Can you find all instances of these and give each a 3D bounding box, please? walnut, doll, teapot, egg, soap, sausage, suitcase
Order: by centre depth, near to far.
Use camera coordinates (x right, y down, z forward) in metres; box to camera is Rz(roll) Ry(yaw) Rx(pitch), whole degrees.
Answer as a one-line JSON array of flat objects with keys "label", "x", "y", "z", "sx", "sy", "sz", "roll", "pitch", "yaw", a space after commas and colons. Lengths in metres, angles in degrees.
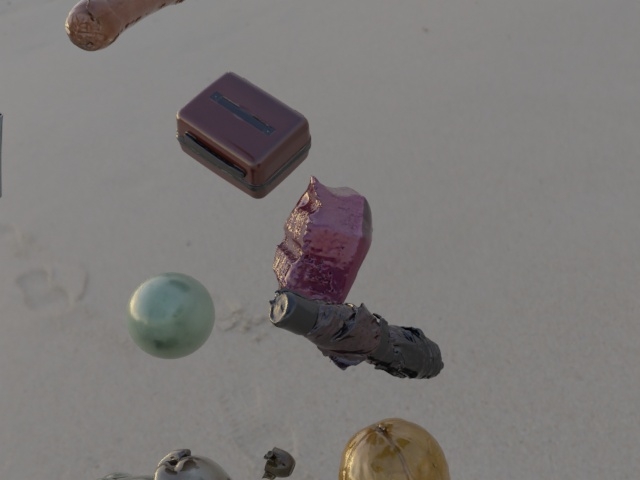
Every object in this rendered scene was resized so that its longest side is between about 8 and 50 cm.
[{"label": "walnut", "x": 0.126, "y": 0.413, "z": 1.370, "sx": 0.193, "sy": 0.226, "sz": 0.193, "roll": -7, "pitch": 11, "yaw": 1}, {"label": "sausage", "x": -0.340, "y": -0.447, "z": 1.503, "sx": 0.094, "sy": 0.094, "sz": 0.419, "roll": -8, "pitch": 26, "yaw": 22}, {"label": "soap", "x": 0.000, "y": 0.000, "z": 1.507, "sx": 0.325, "sy": 0.127, "sz": 0.220, "roll": -132, "pitch": 66, "yaw": -78}, {"label": "doll", "x": -0.363, "y": 0.583, "z": 1.777, "sx": 0.370, "sy": 0.226, "sz": 0.215, "roll": -23, "pitch": -21, "yaw": 1}, {"label": "egg", "x": -0.347, "y": 0.174, "z": 1.887, "sx": 0.203, "sy": 0.203, "sz": 0.283, "roll": -23, "pitch": -2, "yaw": -6}, {"label": "teapot", "x": -0.110, "y": 0.550, "z": 1.995, "sx": 0.080, "sy": 0.110, "sz": 0.085, "roll": 20, "pitch": 67, "yaw": 14}, {"label": "suitcase", "x": -0.191, "y": -0.262, "z": 2.011, "sx": 0.297, "sy": 0.161, "sz": 0.236, "roll": 34, "pitch": 63, "yaw": 18}]

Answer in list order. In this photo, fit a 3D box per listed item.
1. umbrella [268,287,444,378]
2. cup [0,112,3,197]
[{"label": "umbrella", "x": 0.060, "y": 0.141, "z": 1.208, "sx": 0.094, "sy": 0.326, "sz": 0.090, "roll": -51, "pitch": 38, "yaw": 17}, {"label": "cup", "x": -0.503, "y": -0.117, "z": 1.107, "sx": 0.095, "sy": 0.129, "sz": 0.128, "roll": 15, "pitch": 22, "yaw": 26}]
